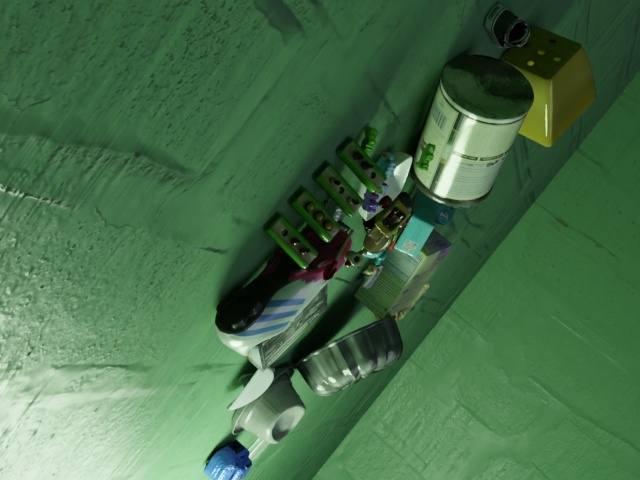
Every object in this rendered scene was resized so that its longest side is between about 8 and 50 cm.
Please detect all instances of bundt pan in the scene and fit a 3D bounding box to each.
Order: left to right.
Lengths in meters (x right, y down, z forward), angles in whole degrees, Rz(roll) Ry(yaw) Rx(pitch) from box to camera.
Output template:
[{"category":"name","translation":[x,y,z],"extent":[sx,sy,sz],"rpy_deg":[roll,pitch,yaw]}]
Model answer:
[{"category":"bundt pan","translation":[0.093,0.341,2.182],"extent":[0.330,0.124,0.331],"rpy_deg":[-24,167,-6]}]

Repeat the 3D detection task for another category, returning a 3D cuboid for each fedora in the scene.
[{"category":"fedora","translation":[-0.125,0.473,2.112],"extent":[0.243,0.124,0.275],"rpy_deg":[-44,160,-18]}]

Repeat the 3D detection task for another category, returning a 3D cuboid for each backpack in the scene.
[{"category":"backpack","translation":[-0.257,0.625,2.139],"extent":[0.120,0.101,0.098],"rpy_deg":[-2,122,-61]}]

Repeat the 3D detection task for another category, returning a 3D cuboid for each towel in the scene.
[{"category":"towel","translation":[-0.197,0.665,2.480],"extent":[0.113,0.023,0.152],"rpy_deg":[-47,163,-3]}]

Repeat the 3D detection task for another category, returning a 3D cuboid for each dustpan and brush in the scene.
[{"category":"dustpan and brush","translation":[-0.157,0.351,1.938],"extent":[0.147,0.060,0.211],"rpy_deg":[-53,154,13]}]

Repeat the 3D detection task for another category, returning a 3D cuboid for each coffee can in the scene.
[{"category":"coffee can","translation":[0.327,-0.237,1.690],"extent":[0.201,0.201,0.275],"rpy_deg":[-38,158,-32]}]

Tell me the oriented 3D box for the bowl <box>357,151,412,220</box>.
[{"category":"bowl","translation":[0.134,-0.128,1.686],"extent":[0.142,0.053,0.142],"rpy_deg":[-38,158,-31]}]

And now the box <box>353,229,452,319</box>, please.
[{"category":"box","translation":[0.243,0.087,2.242],"extent":[0.213,0.117,0.243],"rpy_deg":[-16,142,-59]}]

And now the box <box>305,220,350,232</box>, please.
[{"category":"box","translation":[0.000,0.000,1.660],"extent":[0.116,0.029,0.162],"rpy_deg":[-52,160,6]}]

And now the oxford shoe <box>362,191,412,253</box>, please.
[{"category":"oxford shoe","translation":[0.135,-0.040,1.849],"extent":[0.096,0.083,0.227],"rpy_deg":[-10,149,-22]}]

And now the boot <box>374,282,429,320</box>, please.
[{"category":"boot","translation":[0.271,0.184,2.520],"extent":[0.203,0.095,0.262],"rpy_deg":[-46,163,-12]}]

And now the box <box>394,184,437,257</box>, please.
[{"category":"box","translation":[0.243,-0.063,1.900],"extent":[0.101,0.060,0.244],"rpy_deg":[-63,-178,30]}]

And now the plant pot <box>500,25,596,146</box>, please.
[{"category":"plant pot","translation":[0.550,-0.402,1.915],"extent":[0.212,0.212,0.187],"rpy_deg":[-44,148,-17]}]

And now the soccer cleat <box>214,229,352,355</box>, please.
[{"category":"soccer cleat","translation":[-0.070,0.101,1.546],"extent":[0.331,0.116,0.143],"rpy_deg":[-37,144,-15]}]

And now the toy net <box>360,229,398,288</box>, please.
[{"category":"toy net","translation":[0.151,0.047,2.077],"extent":[0.122,0.045,0.232],"rpy_deg":[-43,162,-27]}]

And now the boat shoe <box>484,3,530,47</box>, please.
[{"category":"boat shoe","translation":[0.423,-0.460,1.696],"extent":[0.078,0.070,0.219],"rpy_deg":[-57,160,18]}]

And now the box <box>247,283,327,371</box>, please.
[{"category":"box","translation":[-0.079,0.182,1.777],"extent":[0.231,0.056,0.183],"rpy_deg":[-43,161,-19]}]

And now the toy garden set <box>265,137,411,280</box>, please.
[{"category":"toy garden set","translation":[0.050,-0.038,1.461],"extent":[0.244,0.204,0.049],"rpy_deg":[-48,-156,-10]}]

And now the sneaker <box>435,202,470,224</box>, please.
[{"category":"sneaker","translation":[0.385,-0.125,2.179],"extent":[0.107,0.110,0.275],"rpy_deg":[-40,159,-28]}]

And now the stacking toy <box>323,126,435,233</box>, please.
[{"category":"stacking toy","translation":[0.119,-0.120,1.566],"extent":[0.166,0.052,0.221],"rpy_deg":[11,116,-32]}]
